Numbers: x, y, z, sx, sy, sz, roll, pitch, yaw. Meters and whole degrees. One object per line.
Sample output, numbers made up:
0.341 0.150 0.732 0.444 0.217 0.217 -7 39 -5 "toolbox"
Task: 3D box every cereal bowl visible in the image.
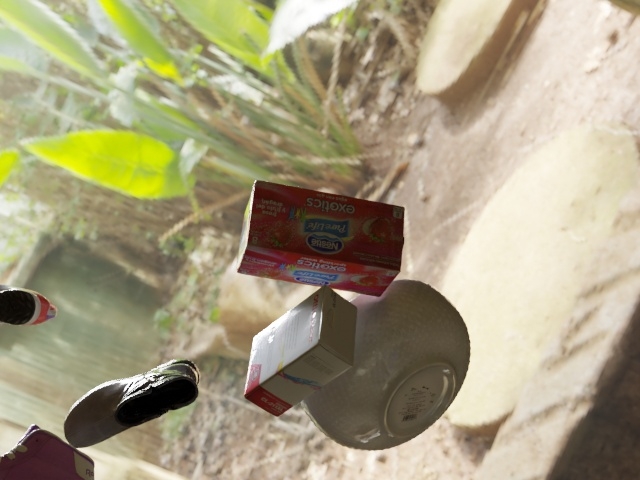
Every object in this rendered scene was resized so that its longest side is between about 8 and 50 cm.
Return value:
0.139 0.243 1.786 0.141 0.339 0.339 41 108 45 "cereal bowl"

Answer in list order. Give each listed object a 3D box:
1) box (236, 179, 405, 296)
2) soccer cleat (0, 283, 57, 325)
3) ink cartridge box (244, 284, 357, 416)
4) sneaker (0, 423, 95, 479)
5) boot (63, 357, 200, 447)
0.000 0.000 1.655 0.128 0.257 0.122 119 159 -64 "box"
-0.788 0.149 2.427 0.116 0.318 0.108 24 -104 -67 "soccer cleat"
-0.029 0.169 1.527 0.175 0.072 0.127 -38 28 32 "ink cartridge box"
-0.455 0.332 1.397 0.102 0.282 0.161 115 162 -59 "sneaker"
-0.416 0.354 2.136 0.338 0.118 0.223 -30 4 0 "boot"
